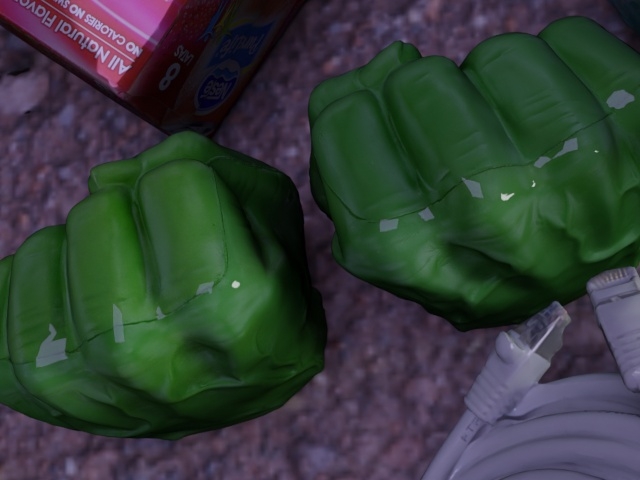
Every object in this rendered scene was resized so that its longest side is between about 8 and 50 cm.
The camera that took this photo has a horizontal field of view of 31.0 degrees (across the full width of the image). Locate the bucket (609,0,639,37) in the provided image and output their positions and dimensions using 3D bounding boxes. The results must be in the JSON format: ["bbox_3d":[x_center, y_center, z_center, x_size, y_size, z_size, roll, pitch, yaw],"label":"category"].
[{"bbox_3d":[0.207,-0.158,0.368,0.281,0.183,0.281,0,93,6],"label":"bucket"}]

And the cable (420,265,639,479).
[{"bbox_3d":[0.086,0.171,0.349,0.257,0.089,0.257,-58,28,24],"label":"cable"}]

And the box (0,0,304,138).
[{"bbox_3d":[-0.131,-0.165,0.508,0.257,0.122,0.128,35,90,11],"label":"box"}]

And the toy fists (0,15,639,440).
[{"bbox_3d":[0.000,0.000,0.444,0.279,0.142,0.096,-20,75,10],"label":"toy fists"}]
